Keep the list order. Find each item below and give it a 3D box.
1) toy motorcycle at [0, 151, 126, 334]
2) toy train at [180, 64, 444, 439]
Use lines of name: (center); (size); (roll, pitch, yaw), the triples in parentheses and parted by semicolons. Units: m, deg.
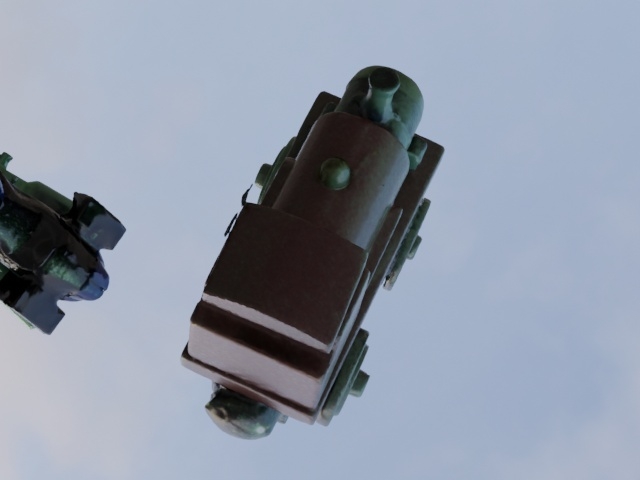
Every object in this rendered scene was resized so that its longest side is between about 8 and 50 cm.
toy motorcycle: (-0.316, -0.050, 1.364); (0.125, 0.331, 0.196); (-54, -146, -9)
toy train: (0.000, 0.000, 1.214); (0.150, 0.221, 0.304); (23, -118, 4)
